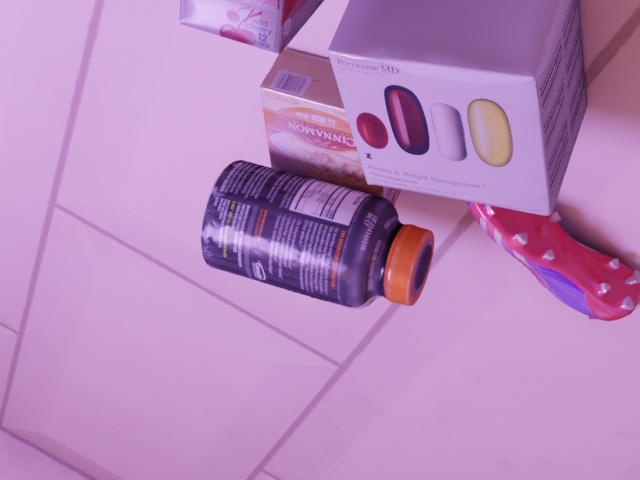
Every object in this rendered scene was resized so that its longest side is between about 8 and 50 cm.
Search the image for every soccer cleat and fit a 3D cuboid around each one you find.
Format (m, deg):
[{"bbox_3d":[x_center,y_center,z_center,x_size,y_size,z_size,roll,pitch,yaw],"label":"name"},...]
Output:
[{"bbox_3d":[0.250,0.013,1.396,0.248,0.083,0.095,34,151,-13],"label":"soccer cleat"}]

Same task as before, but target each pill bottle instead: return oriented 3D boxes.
[{"bbox_3d":[0.000,0.000,1.383,0.246,0.130,0.130,16,145,17],"label":"pill bottle"}]

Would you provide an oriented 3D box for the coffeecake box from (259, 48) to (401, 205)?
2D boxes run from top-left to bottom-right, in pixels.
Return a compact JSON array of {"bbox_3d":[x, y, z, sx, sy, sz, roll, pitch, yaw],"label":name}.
[{"bbox_3d":[0.016,-0.114,1.400,0.142,0.068,0.185,16,146,16],"label":"coffeecake box"}]

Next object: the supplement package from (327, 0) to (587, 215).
[{"bbox_3d":[0.136,-0.152,1.165,0.194,0.149,0.203,10,149,21],"label":"supplement package"}]

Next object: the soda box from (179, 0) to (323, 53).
[{"bbox_3d":[-0.021,-0.259,1.041,0.092,0.263,0.083,18,130,12],"label":"soda box"}]
